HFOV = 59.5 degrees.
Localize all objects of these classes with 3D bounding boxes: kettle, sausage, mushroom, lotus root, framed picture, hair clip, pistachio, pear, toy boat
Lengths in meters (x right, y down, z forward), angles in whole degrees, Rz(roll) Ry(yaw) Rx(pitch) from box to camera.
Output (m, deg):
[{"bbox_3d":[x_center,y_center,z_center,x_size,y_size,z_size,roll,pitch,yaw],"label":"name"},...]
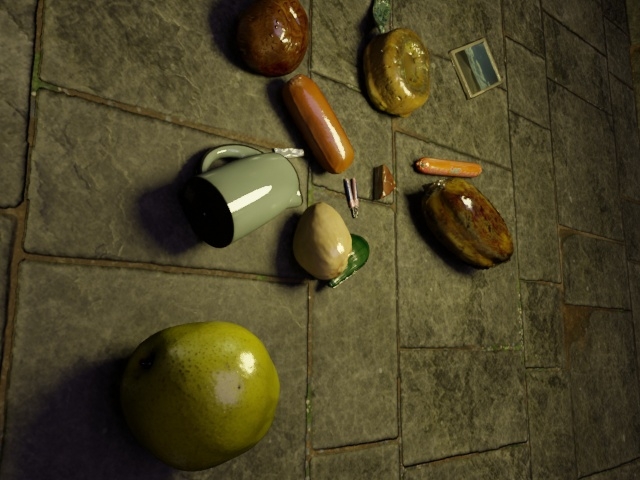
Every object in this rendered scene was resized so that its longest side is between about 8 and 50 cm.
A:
[{"bbox_3d":[-0.180,-0.123,1.245,0.221,0.161,0.236,46,48,13],"label":"kettle"},{"bbox_3d":[-0.004,-0.299,1.452,0.105,0.105,0.274,-45,111,-36],"label":"sausage"},{"bbox_3d":[-0.102,-0.511,1.380,0.194,0.138,0.231,43,57,-27],"label":"mushroom"},{"bbox_3d":[0.449,-0.052,1.729,0.397,0.196,0.179,45,21,-24],"label":"lotus root"},{"bbox_3d":[0.428,-0.238,1.843,0.348,0.053,0.053,-2,83,-41],"label":"sausage"},{"bbox_3d":[0.574,-0.635,2.066,0.260,0.023,0.188,-32,100,-39],"label":"framed picture"},{"bbox_3d":[0.184,-0.684,1.704,0.066,0.036,0.229,40,39,-28],"label":"hair clip"},{"bbox_3d":[0.000,0.000,1.372,0.145,0.117,0.200,-16,68,-1],"label":"pistachio"},{"bbox_3d":[-0.223,0.282,1.048,0.294,0.294,0.294,9,77,-40],"label":"pear"},{"bbox_3d":[0.059,0.044,1.475,0.210,0.052,0.104,-34,84,-40],"label":"toy boat"}]

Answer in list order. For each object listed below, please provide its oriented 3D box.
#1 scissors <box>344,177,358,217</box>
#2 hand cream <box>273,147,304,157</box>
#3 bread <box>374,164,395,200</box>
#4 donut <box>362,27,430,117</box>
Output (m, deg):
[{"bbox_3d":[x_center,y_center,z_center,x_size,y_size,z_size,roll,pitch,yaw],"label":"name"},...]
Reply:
[{"bbox_3d":[0.091,-0.119,1.558,0.039,0.012,0.113,-9,88,-41],"label":"scissors"},{"bbox_3d":[-0.080,-0.222,1.431,0.093,0.019,0.030,-8,90,-35],"label":"hand cream"},{"bbox_3d":[0.188,-0.162,1.630,0.062,0.043,0.108,17,71,-36],"label":"bread"},{"bbox_3d":[0.229,-0.504,1.672,0.209,0.128,0.261,4,78,-40],"label":"donut"}]
